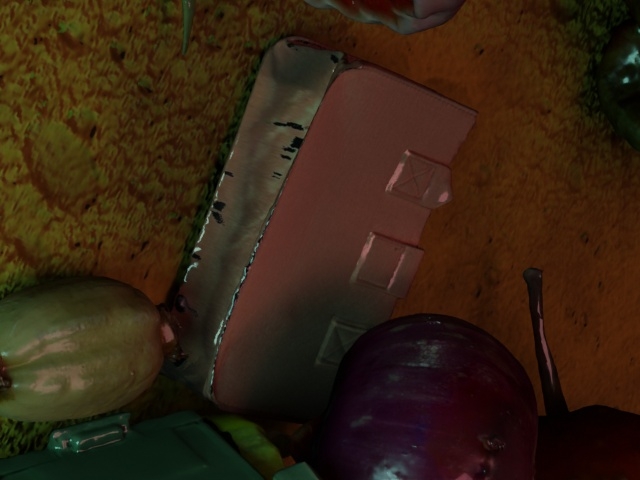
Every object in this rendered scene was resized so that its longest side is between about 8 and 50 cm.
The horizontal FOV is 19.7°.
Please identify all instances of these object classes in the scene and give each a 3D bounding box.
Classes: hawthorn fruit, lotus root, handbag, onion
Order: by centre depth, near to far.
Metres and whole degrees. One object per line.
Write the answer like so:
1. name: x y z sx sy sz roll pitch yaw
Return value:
1. lotus root: -0.126 0.055 0.949 0.150 0.062 0.073 -10 93 -49
2. onion: 0.050 0.126 1.032 0.177 0.153 0.177 -49 -177 4
3. handbag: 0.000 0.000 1.072 0.157 0.059 0.212 16 98 -51
4. hawthorn fruit: 0.176 0.220 1.256 0.263 0.231 0.235 -51 151 -11

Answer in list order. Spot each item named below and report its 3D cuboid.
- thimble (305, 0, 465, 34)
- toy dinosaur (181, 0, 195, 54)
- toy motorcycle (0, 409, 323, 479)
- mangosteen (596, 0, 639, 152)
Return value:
1. thimble: 0.024 -0.198 0.911 0.125 0.163 0.189 -55 162 -15
2. toy dinosaur: -0.076 -0.146 0.928 0.041 0.026 0.113 -37 127 -62
3. toy motorcycle: -0.094 0.265 0.976 0.191 0.200 0.326 -13 121 -33
4. mangosteen: 0.329 -0.131 1.243 0.288 0.288 0.288 -26 127 -40
